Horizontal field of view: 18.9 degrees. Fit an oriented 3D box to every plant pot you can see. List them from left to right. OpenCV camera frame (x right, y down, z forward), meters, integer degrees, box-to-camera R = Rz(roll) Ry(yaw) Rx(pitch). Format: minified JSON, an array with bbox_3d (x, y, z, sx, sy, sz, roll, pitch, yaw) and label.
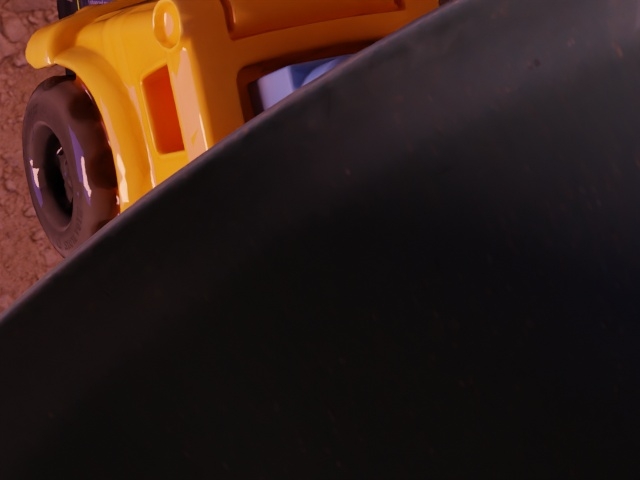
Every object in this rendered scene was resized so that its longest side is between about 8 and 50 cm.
[{"bbox_3d":[0.062,0.078,0.386,0.196,0.293,0.293,58,180,-17],"label":"plant pot"}]

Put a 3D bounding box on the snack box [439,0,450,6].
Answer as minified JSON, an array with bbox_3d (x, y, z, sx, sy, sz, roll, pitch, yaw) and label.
[{"bbox_3d":[0.070,-0.084,0.781,0.207,0.070,0.174,153,109,-79],"label":"snack box"}]

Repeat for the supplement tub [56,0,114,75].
[{"bbox_3d":[-0.086,-0.213,1.340,0.207,0.207,0.338,-118,21,-69],"label":"supplement tub"}]

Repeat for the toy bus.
[{"bbox_3d":[0.000,0.000,0.717,0.211,0.149,0.220,-7,96,62],"label":"toy bus"}]
